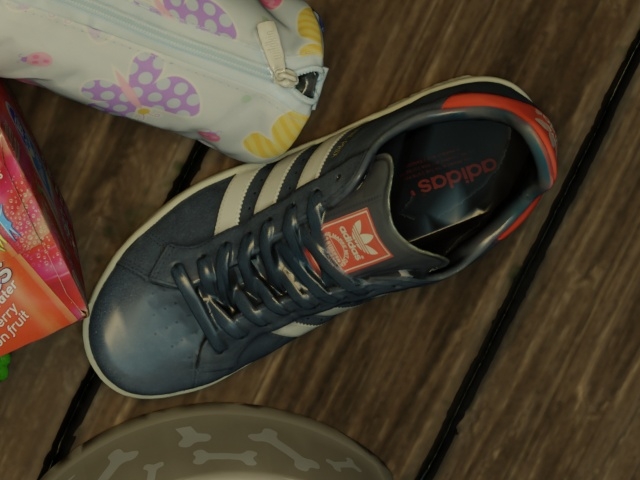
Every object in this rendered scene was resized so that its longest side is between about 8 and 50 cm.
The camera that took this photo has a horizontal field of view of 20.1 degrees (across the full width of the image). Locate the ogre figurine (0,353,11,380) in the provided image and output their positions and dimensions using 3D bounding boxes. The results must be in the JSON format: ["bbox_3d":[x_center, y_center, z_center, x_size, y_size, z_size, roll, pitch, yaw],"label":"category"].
[{"bbox_3d":[-0.296,0.137,1.197,0.118,0.097,0.197,29,107,-25],"label":"ogre figurine"}]

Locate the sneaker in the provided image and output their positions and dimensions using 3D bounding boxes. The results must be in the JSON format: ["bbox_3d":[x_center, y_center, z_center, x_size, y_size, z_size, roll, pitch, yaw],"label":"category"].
[{"bbox_3d":[0.000,0.000,1.188,0.350,0.148,0.131,-32,104,-1],"label":"sneaker"}]

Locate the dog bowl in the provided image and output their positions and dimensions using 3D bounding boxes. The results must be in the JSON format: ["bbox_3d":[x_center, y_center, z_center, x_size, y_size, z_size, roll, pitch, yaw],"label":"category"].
[{"bbox_3d":[-0.067,0.293,1.261,0.349,0.102,0.348,-2,102,-8],"label":"dog bowl"}]

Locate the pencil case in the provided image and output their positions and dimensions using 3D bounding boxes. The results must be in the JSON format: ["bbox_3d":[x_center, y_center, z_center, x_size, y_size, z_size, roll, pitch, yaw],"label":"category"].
[{"bbox_3d":[-0.130,-0.131,1.121,0.273,0.124,0.113,16,105,-30],"label":"pencil case"}]

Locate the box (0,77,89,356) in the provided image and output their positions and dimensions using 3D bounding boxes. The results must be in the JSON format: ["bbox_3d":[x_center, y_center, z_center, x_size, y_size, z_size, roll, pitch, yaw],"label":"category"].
[{"bbox_3d":[-0.225,-0.012,1.094,0.128,0.257,0.122,-24,106,-4],"label":"box"}]
